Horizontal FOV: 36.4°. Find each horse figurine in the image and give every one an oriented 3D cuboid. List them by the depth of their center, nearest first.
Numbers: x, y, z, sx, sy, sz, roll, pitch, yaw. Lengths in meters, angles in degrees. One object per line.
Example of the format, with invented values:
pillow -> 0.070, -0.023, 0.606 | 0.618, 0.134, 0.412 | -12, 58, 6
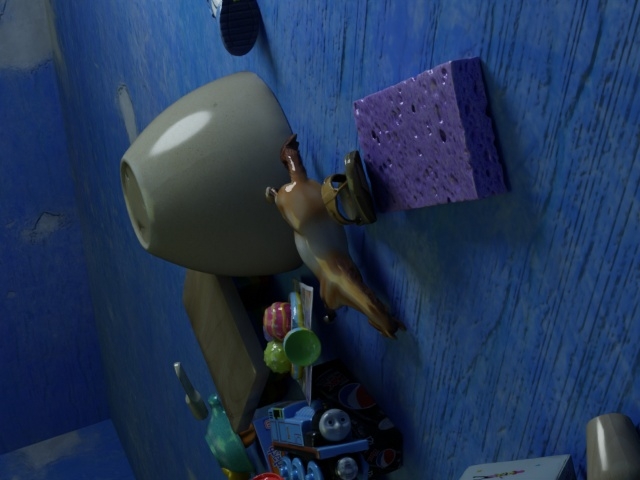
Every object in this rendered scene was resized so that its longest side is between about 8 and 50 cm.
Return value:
horse figurine -> 0.000, 0.000, 1.125 | 0.174, 0.066, 0.263 | 154, 94, -78

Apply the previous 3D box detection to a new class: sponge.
sponge -> 0.092, -0.088, 0.886 | 0.210, 0.031, 0.117 | 176, 80, -70

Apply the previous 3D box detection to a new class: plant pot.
plant pot -> -0.159, -0.070, 1.312 | 0.284, 0.191, 0.284 | 50, 149, 46

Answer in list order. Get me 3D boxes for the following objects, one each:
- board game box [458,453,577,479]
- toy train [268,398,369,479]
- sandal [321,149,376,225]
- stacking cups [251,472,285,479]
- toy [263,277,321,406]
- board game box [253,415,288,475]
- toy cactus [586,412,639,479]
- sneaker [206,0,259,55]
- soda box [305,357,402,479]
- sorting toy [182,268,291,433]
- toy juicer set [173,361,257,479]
board game box -> 0.167, 0.343, 0.734 | 0.224, 0.098, 0.303 | -14, -89, -69
toy train -> -0.004, 0.242, 1.158 | 0.184, 0.080, 0.105 | 158, 103, -69
sandal -> 0.025, -0.046, 1.003 | 0.180, 0.049, 0.072 | 129, 126, -86
stacking cups -> -0.010, 0.431, 1.320 | 0.096, 0.096, 0.316 | 41, 158, 55
toy -> -0.043, 0.120, 1.211 | 0.237, 0.056, 0.136 | -178, 89, -80
board game box -> -0.052, 0.342, 1.468 | 0.210, 0.047, 0.160 | 93, 157, -78
toy cactus -> 0.228, 0.205, 0.674 | 0.219, 0.112, 0.180 | 60, -158, -49
sneaker -> -0.114, -0.296, 1.229 | 0.059, 0.053, 0.144 | 141, 120, -67
soda box -> 0.038, 0.221, 1.216 | 0.169, 0.053, 0.060 | 46, 145, 50
sorting toy -> -0.124, 0.132, 1.511 | 0.257, 0.090, 0.255 | 110, 139, -58
toy juicer set -> -0.160, 0.374, 1.802 | 0.329, 0.090, 0.209 | 59, 169, 15
